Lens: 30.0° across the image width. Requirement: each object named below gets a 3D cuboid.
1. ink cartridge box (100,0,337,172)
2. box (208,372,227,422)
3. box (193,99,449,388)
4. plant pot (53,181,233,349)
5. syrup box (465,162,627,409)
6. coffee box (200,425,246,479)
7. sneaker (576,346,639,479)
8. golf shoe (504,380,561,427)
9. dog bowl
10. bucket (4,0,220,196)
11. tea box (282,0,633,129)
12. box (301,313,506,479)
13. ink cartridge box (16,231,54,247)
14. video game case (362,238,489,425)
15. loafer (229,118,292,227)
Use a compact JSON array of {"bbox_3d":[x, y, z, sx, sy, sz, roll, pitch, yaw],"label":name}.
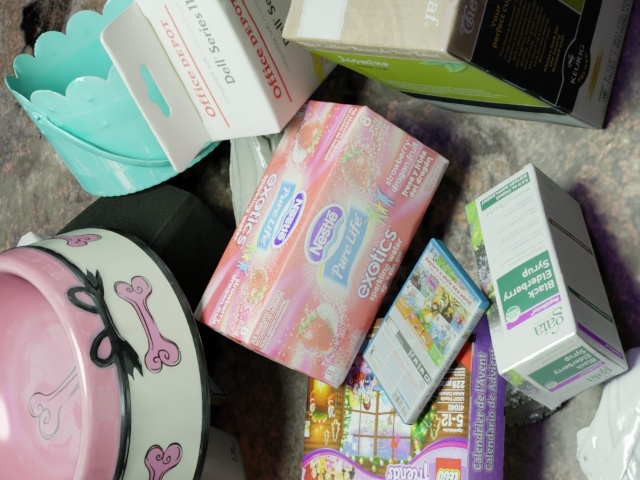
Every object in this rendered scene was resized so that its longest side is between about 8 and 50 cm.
[{"bbox_3d":[-0.083,-0.260,1.422,0.119,0.207,0.353,-3,37,37],"label":"ink cartridge box"},{"bbox_3d":[-0.230,0.258,1.656,0.136,0.036,0.225,45,110,36],"label":"box"},{"bbox_3d":[0.000,0.000,1.395,0.154,0.142,0.299,18,80,59],"label":"box"},{"bbox_3d":[-0.223,0.020,1.605,0.187,0.188,0.167,20,71,40],"label":"plant pot"},{"bbox_3d":[0.230,0.045,1.242,0.093,0.096,0.236,-35,39,29],"label":"syrup box"},{"bbox_3d":[-0.196,0.365,1.528,0.246,0.098,0.141,-62,15,10],"label":"coffee box"},{"bbox_3d":[0.327,0.252,1.177,0.152,0.114,0.305,-11,69,51],"label":"sneaker"},{"bbox_3d":[0.239,0.135,1.296,0.176,0.069,0.086,-38,42,20],"label":"golf shoe"},{"bbox_3d":[-0.322,0.186,1.433,0.408,0.150,0.407,0,91,43],"label":"dog bowl"},{"bbox_3d":[-0.257,-0.201,1.609,0.281,0.183,0.281,-19,32,12],"label":"bucket"},{"bbox_3d":[0.173,-0.318,1.266,0.220,0.324,0.328,13,88,40],"label":"tea box"},{"bbox_3d":[0.089,0.189,1.352,0.293,0.057,0.200,-10,74,53],"label":"box"},{"bbox_3d":[-0.393,0.116,1.779,0.160,0.093,0.219,-55,53,16],"label":"ink cartridge box"},{"bbox_3d":[0.110,0.097,1.280,0.166,0.015,0.119,-61,34,22],"label":"video game case"},{"bbox_3d":[-0.059,-0.051,1.552,0.111,0.112,0.319,137,131,-68],"label":"loafer"}]
